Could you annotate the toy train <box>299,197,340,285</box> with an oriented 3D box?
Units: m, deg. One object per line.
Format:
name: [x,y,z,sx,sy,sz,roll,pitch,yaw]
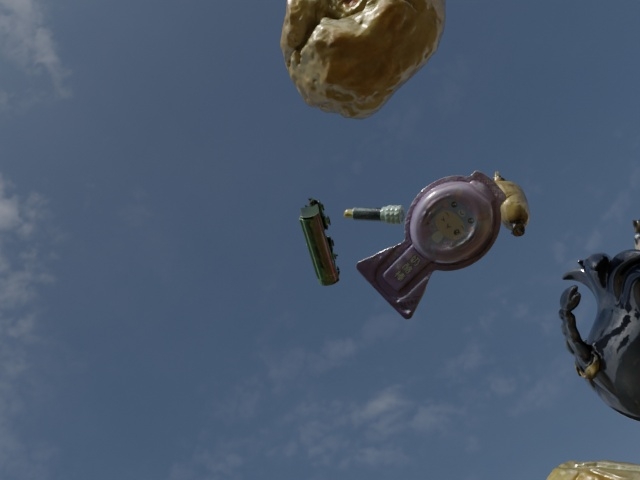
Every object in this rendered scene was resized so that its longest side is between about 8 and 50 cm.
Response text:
toy train: [0.000,0.000,0.968,0.038,0.071,0.148,-10,-59,10]

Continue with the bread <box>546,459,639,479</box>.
bread: [0.566,0.485,0.972,0.236,0.389,0.183,-43,-62,-29]

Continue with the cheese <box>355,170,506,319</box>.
cheese: [0.136,0.000,0.703,0.105,0.042,0.191,45,-73,13]

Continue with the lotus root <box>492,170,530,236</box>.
lotus root: [0.350,-0.071,1.103,0.063,0.152,0.072,-33,-41,26]

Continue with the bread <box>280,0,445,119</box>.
bread: [0.047,-0.287,0.802,0.244,0.244,0.134,-44,-31,10]

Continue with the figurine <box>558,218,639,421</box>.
figurine: [0.432,0.114,0.809,0.197,0.265,0.175,-34,-20,24]

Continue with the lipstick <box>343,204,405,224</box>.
lipstick: [0.093,-0.048,1.080,0.116,0.037,0.037,4,-59,25]
